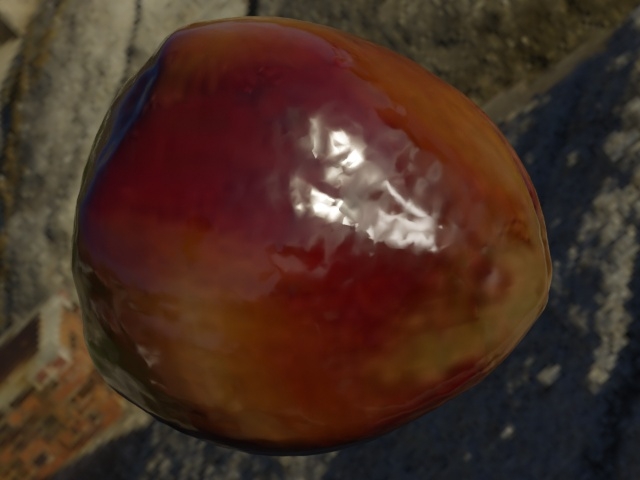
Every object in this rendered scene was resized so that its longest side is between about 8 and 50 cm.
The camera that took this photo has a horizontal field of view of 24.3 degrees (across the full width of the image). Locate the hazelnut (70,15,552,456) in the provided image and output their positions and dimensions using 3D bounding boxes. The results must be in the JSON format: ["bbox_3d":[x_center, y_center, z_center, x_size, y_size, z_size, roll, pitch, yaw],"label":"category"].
[{"bbox_3d":[0.000,0.000,0.647,0.208,0.208,0.208,-35,24,18],"label":"hazelnut"}]
